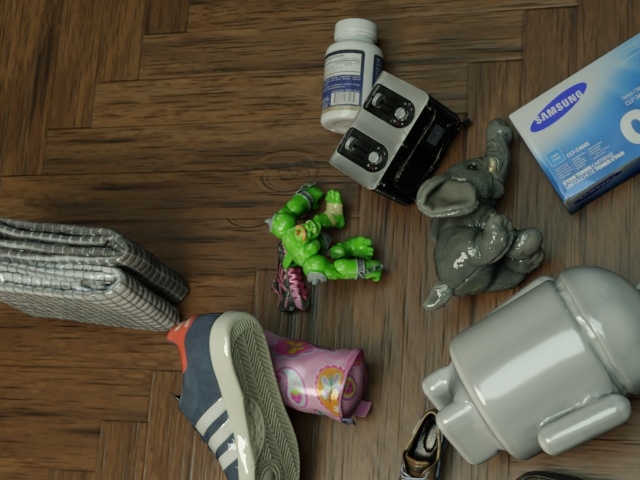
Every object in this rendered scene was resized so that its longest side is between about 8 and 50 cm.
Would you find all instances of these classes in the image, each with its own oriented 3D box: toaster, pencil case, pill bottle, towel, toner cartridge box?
[{"bbox_3d":[0.119,-0.152,1.951,0.110,0.186,0.168,34,97,26],"label":"toaster"},{"bbox_3d":[-0.065,0.200,1.951,0.284,0.124,0.124,9,80,20],"label":"pencil case"},{"bbox_3d":[0.052,-0.260,2.037,0.094,0.094,0.169,0,76,19],"label":"pill bottle"},{"bbox_3d":[-0.380,0.055,2.034,0.284,0.235,0.121,5,75,19],"label":"towel"},{"bbox_3d":[0.470,-0.202,1.887,0.348,0.075,0.165,-33,67,9],"label":"toner cartridge box"}]

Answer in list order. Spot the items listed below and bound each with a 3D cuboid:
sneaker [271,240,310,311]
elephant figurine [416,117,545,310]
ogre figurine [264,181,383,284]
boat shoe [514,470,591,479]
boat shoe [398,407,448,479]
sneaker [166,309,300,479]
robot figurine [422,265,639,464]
[{"bbox_3d":[-0.057,0.059,2.025,0.057,0.047,0.119,-21,69,25],"label":"sneaker"},{"bbox_3d":[0.219,-0.044,1.911,0.239,0.186,0.169,65,145,31],"label":"elephant figurine"},{"bbox_3d":[0.000,0.000,1.981,0.118,0.097,0.197,-23,79,-28],"label":"ogre figurine"},{"bbox_3d":[0.403,0.418,1.722,0.355,0.130,0.132,29,87,23],"label":"boat shoe"},{"bbox_3d":[0.141,0.330,1.870,0.066,0.066,0.183,8,79,21],"label":"boat shoe"},{"bbox_3d":[-0.135,0.266,1.873,0.148,0.131,0.350,-1,105,33],"label":"sneaker"},{"bbox_3d":[0.320,0.167,1.778,0.353,0.200,0.300,-32,40,10],"label":"robot figurine"}]
